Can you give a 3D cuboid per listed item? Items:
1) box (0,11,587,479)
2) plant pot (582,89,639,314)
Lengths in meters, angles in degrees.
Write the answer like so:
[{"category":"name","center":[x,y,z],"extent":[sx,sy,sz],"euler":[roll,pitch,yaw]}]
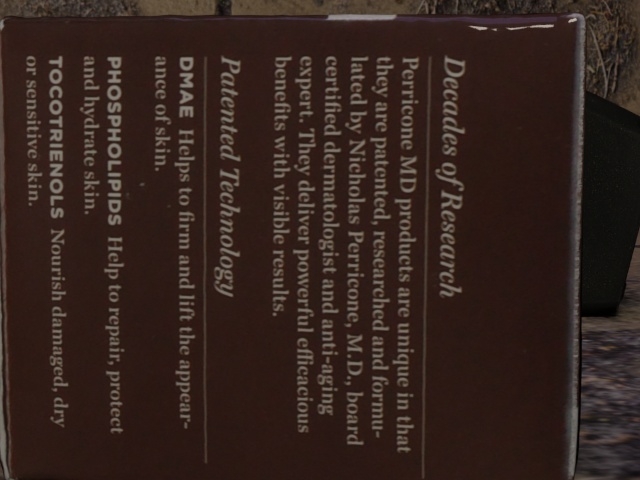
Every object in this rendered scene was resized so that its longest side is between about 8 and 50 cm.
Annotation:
[{"category":"box","center":[0.000,0.000,0.505],"extent":[0.203,0.167,0.168],"euler":[1,5,11]},{"category":"plant pot","center":[0.149,-0.036,0.927],"extent":[0.167,0.187,0.188],"euler":[14,8,12]}]
